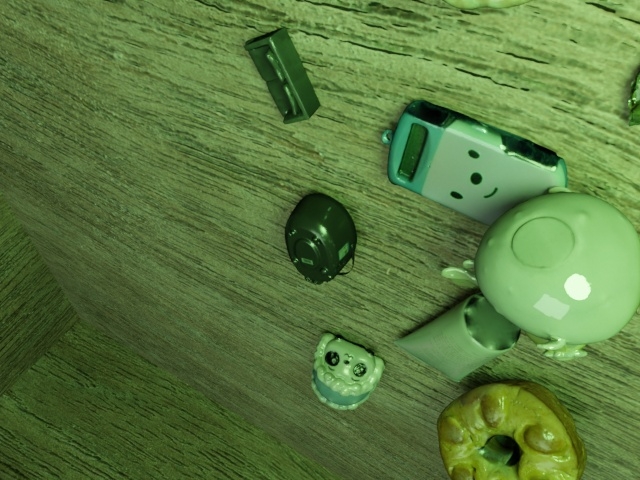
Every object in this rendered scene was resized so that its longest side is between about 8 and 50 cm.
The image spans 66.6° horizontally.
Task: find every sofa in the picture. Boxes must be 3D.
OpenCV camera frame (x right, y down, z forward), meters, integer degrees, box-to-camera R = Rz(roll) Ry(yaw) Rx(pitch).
[{"bbox_3d":[-0.072,-0.269,0.820,0.085,0.060,0.147,2,133,39],"label":"sofa"}]

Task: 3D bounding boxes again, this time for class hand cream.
[{"bbox_3d":[0.295,0.223,1.057,0.185,0.118,0.359,29,152,3],"label":"hand cream"}]

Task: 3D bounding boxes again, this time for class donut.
[{"bbox_3d":[0.414,0.452,1.078,0.317,0.150,0.299,8,103,48],"label":"donut"}]

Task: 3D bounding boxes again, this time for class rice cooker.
[{"bbox_3d":[0.000,0.001,1.020,0.142,0.118,0.203,14,136,28],"label":"rice cooker"}]

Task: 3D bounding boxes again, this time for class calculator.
[{"bbox_3d":[0.229,-0.112,0.759,0.293,0.051,0.173,26,145,14],"label":"calculator"}]

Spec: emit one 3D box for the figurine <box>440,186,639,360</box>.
[{"bbox_3d":[0.333,0.080,0.748,0.274,0.227,0.394,7,159,33],"label":"figurine"}]

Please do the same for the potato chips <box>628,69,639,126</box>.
[{"bbox_3d":[0.461,-0.172,0.521,0.220,0.029,0.202,6,135,32],"label":"potato chips"}]

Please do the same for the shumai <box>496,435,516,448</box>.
[{"bbox_3d":[0.526,0.605,1.263,0.309,0.304,0.263,6,169,39],"label":"shumai"}]

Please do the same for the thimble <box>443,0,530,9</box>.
[{"bbox_3d":[0.182,-0.332,0.462,0.229,0.148,0.196,30,145,12],"label":"thimble"}]

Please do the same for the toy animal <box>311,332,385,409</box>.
[{"bbox_3d":[0.062,0.377,1.374,0.208,0.156,0.204,24,147,10],"label":"toy animal"}]
